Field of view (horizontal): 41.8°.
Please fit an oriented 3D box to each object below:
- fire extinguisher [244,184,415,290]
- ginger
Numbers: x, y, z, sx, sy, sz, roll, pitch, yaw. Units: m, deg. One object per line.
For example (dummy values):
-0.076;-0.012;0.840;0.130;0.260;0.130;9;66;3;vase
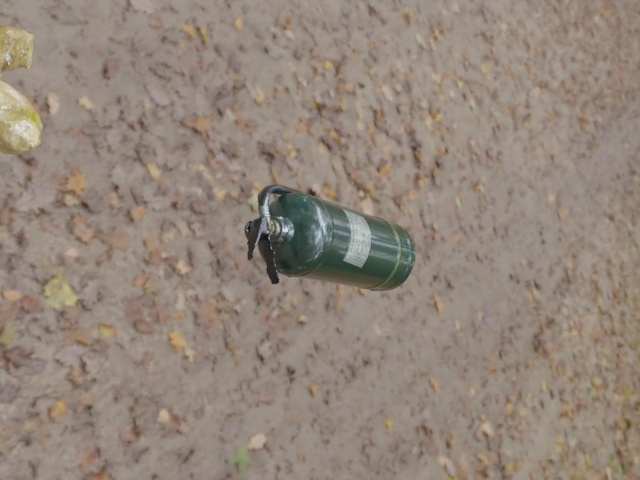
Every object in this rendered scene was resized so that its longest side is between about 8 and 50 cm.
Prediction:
0.000;0.000;0.922;0.294;0.093;0.118;14;61;-57;fire extinguisher
-0.519;-0.264;1.074;0.363;0.122;0.348;28;10;-26;ginger
